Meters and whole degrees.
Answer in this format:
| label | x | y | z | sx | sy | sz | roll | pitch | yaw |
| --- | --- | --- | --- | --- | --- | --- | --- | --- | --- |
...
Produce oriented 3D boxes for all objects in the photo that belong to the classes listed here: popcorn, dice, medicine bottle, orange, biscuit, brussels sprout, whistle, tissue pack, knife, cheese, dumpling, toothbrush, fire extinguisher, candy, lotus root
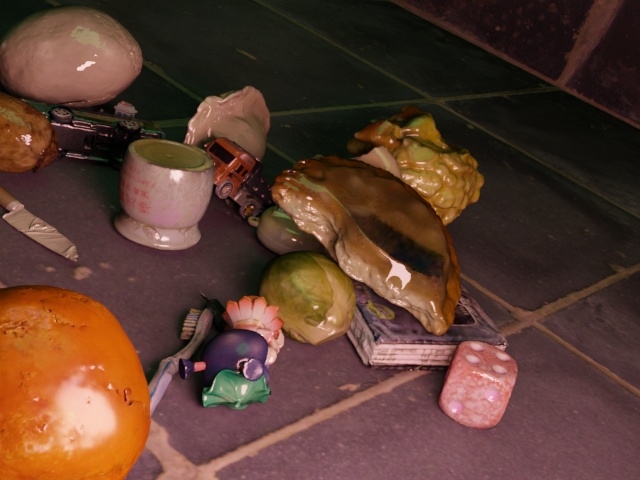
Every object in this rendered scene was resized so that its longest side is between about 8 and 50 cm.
| label | x | y | z | sx | sy | sz | roll | pitch | yaw |
| --- | --- | --- | --- | --- | --- | --- | --- | --- | --- |
| popcorn | 0.168 | -0.122 | 1.795 | 0.270 | 0.224 | 0.258 | 31 | 22 | -54 |
| dice | 0.222 | 0.204 | 1.358 | 0.091 | 0.094 | 0.093 | 19 | 26 | 8 |
| medicine bottle | -0.248 | -0.073 | 1.517 | 0.147 | 0.143 | 0.147 | 14 | 22 | -6 |
| orange | -0.285 | 0.161 | 0.940 | 0.240 | 0.240 | 0.240 | 16 | 26 | -8 |
| biscuit | 0.079 | -0.017 | 1.445 | 0.335 | 0.078 | 0.329 | 20 | 36 | -24 |
| brussels sprout | -0.019 | 0.083 | 1.402 | 0.155 | 0.117 | 0.155 | 25 | 44 | -27 |
| whistle | 0.000 | 0.000 | 1.635 | 0.258 | 0.067 | 0.126 | 20 | 24 | -5 |
| tissue pack | 0.148 | 0.127 | 1.477 | 0.236 | 0.073 | 0.173 | 5 | 30 | -26 |
| knife | -0.459 | -0.040 | 1.452 | 0.298 | 0.017 | 0.047 | 33 | 36 | 26 |
| cheese | 0.077 | -0.052 | 1.638 | 0.071 | 0.163 | 0.248 | 38 | 29 | -71 |
| dumpling | -0.168 | -0.193 | 1.745 | 0.147 | 0.193 | 0.258 | 25 | 15 | 24 |
| toothbrush | -0.201 | 0.185 | 1.174 | 0.042 | 0.035 | 0.413 | 1 | 24 | 10 |
| fire extinguisher | -0.145 | 0.108 | 1.374 | 0.083 | 0.025 | 0.038 | 46 | -1 | 43 |
| candy | -0.473 | -0.351 | 1.802 | 0.296 | 0.185 | 0.295 | -2 | 22 | 1 |
| lotus root | -0.550 | -0.189 | 1.549 | 0.260 | 0.128 | 0.145 | 25 | 0 | 3 |

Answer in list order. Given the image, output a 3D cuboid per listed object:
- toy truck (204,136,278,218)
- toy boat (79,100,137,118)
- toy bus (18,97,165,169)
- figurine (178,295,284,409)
| label | x | y | z | sx | sy | sz | roll | pitch | yaw |
| --- | --- | --- | --- | --- | --- | --- | --- | --- | --- |
| toy truck | -0.138 | -0.102 | 1.647 | 0.083 | 0.092 | 0.192 | 38 | -3 | 32 |
| toy boat | -0.388 | -0.234 | 1.823 | 0.140 | 0.066 | 0.059 | 20 | 22 | -2 |
| toy bus | -0.412 | -0.189 | 1.698 | 0.262 | 0.091 | 0.109 | 9 | 21 | -24 |
| figurine | -0.108 | 0.145 | 1.244 | 0.111 | 0.102 | 0.195 | -12 | 28 | 12 |
